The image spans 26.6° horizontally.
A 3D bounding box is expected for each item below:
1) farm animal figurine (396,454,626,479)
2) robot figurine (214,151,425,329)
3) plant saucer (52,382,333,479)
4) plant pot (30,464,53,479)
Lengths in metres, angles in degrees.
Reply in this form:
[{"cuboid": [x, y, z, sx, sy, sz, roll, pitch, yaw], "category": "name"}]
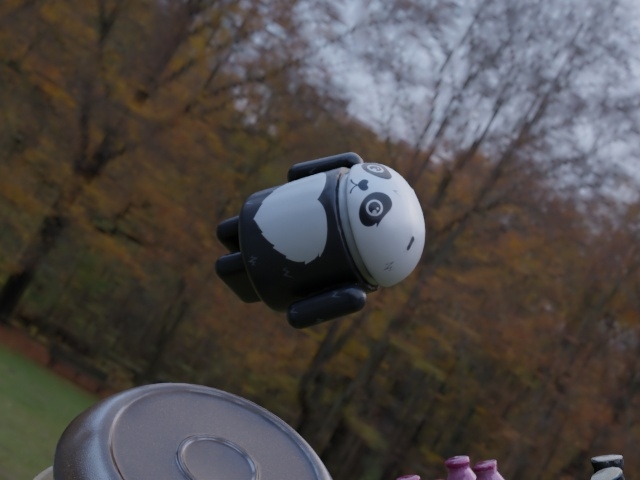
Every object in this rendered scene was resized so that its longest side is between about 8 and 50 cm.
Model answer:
[{"cuboid": [0.017, 0.247, 0.733, 0.330, 0.172, 0.326, -12, 3, 28], "category": "farm animal figurine"}, {"cuboid": [-0.001, -0.003, 1.786, 0.278, 0.209, 0.173, -15, 2, 20], "category": "robot figurine"}, {"cuboid": [-0.110, 0.239, 1.353, 0.310, 0.050, 0.311, 19, 29, -11], "category": "plant saucer"}, {"cuboid": [-0.263, 0.292, 1.653, 0.236, 0.236, 0.032, 12, -63, 65], "category": "plant pot"}]
